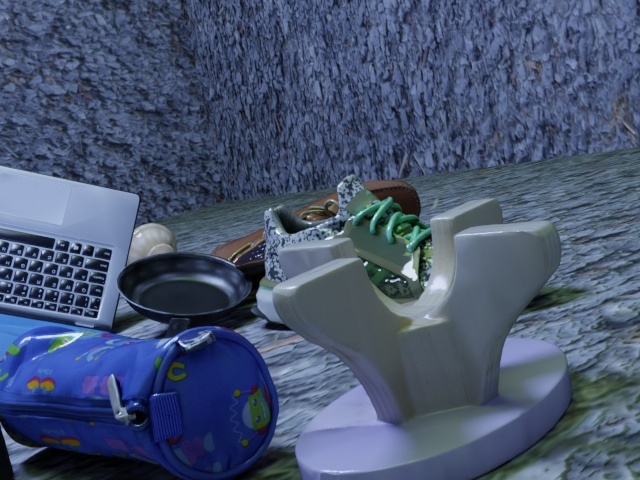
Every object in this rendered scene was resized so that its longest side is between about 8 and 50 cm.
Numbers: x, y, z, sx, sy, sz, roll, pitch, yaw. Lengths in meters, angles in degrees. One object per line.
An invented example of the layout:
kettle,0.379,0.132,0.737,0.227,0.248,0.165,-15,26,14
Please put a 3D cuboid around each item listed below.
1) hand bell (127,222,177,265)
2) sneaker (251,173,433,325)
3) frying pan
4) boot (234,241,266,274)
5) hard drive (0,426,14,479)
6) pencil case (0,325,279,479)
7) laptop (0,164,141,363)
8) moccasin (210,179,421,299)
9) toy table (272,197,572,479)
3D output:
hand bell,-0.320,0.051,1.730,0.126,0.126,0.242,-16,22,-27
sneaker,0.073,0.005,1.038,0.410,0.182,0.158,-7,9,30
frying pan,-0.172,0.097,1.157,0.197,0.053,0.326,-7,28,-26
boot,-0.014,0.043,1.229,0.219,0.106,0.082,-14,25,11
hard drive,-0.464,0.214,0.805,0.236,0.064,0.339,-16,8,-32
pencil case,-0.175,0.134,0.709,0.133,0.120,0.306,3,-7,-45
laptop,-0.478,0.013,1.190,0.381,0.408,0.236,12,-30,-12
moccasin,-0.001,-0.003,1.361,0.380,0.139,0.147,-16,13,-15
toy table,0.079,0.071,0.638,0.252,0.161,0.274,-7,10,33
